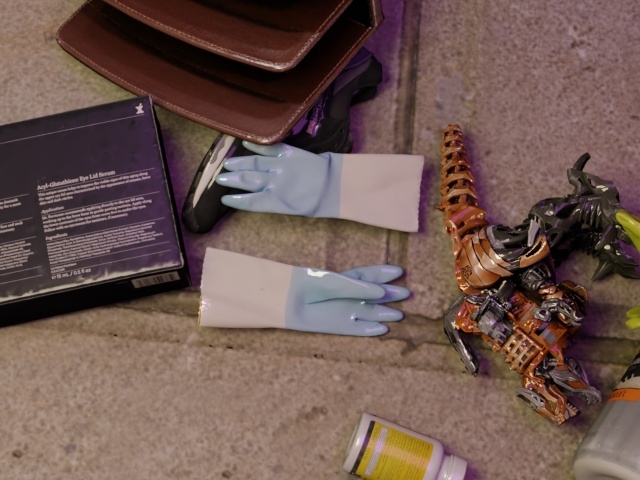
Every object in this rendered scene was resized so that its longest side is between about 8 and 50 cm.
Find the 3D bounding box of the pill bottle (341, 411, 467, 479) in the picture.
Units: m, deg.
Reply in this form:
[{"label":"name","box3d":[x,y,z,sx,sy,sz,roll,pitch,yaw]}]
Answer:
[{"label":"pill bottle","box3d":[0.085,0.222,1.504,0.116,0.065,0.065,21,71,0]}]

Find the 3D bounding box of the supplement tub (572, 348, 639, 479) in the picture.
[{"label":"supplement tub","box3d":[0.409,0.152,1.502,0.193,0.193,0.316,36,71,4]}]

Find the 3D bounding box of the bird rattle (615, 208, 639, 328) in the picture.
[{"label":"bird rattle","box3d":[0.399,0.027,1.383,0.207,0.143,0.253,-38,37,-26]}]

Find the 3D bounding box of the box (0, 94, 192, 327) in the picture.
[{"label":"box","box3d":[-0.275,-0.022,1.496,0.261,0.103,0.184,-12,77,-3]}]

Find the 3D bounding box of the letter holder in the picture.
[{"label":"letter holder","box3d":[-0.124,-0.255,1.516,0.301,0.152,0.214,27,65,25]}]

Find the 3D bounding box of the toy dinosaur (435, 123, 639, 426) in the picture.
[{"label":"toy dinosaur","box3d":[0.213,0.022,1.547,0.218,0.164,0.322,-27,94,1]}]

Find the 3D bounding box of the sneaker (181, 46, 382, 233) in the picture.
[{"label":"sneaker","box3d":[-0.032,-0.108,1.573,0.124,0.107,0.283,35,72,-3]}]

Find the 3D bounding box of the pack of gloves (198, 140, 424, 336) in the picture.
[{"label":"pack of gloves","box3d":[0.000,0.000,1.522,0.232,0.046,0.195,5,94,-22]}]
